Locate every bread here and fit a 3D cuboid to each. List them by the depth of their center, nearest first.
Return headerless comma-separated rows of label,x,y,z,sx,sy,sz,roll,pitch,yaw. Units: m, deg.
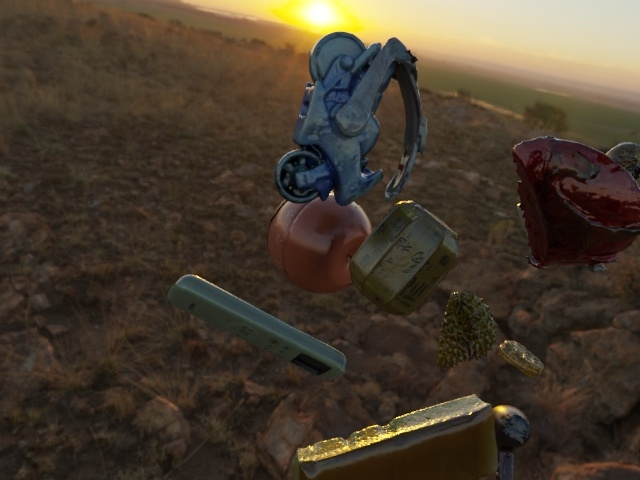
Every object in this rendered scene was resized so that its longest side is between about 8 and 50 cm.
bread,0.128,0.379,0.968,0.361,0.138,0.077,-11,14,-16
bread,0.681,-0.161,1.282,0.082,0.113,0.060,-16,33,0
bread,0.463,0.274,1.315,0.083,0.044,0.110,18,17,-38

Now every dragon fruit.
dragon fruit,0.570,-0.066,1.254,0.282,0.344,0.100,-5,28,32

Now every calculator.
calculator,0.648,-0.041,1.741,0.032,0.175,0.100,-24,18,8

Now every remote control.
remote control,-0.098,0.143,0.912,0.309,0.090,0.038,29,55,-10

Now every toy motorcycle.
toy motorcycle,0.067,-0.197,1.001,0.241,0.319,0.182,19,8,8

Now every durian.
durian,0.428,0.280,1.666,0.186,0.261,0.154,-2,35,21

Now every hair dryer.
hair dryer,0.529,0.663,1.666,0.123,0.340,0.312,7,-19,4

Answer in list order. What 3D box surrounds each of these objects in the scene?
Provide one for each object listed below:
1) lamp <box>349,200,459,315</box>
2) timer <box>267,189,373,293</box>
lamp,0.148,0.031,1.010,0.161,0.185,0.161,35,10,-7
timer,0.000,0.000,1.263,0.229,0.230,0.215,-8,30,-41
